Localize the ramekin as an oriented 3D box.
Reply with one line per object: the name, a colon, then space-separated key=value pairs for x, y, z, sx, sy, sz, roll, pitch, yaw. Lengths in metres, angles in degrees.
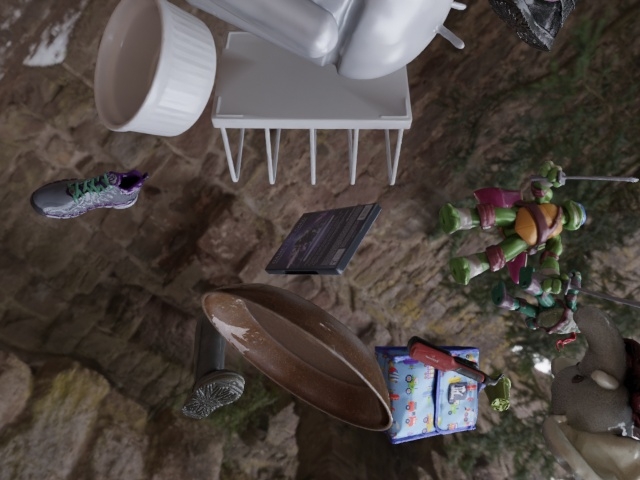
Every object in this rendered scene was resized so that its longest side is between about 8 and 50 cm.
ramekin: x=-0.331 y=-0.344 z=1.101 sx=0.277 sy=0.135 sz=0.278 roll=-6 pitch=-98 yaw=44

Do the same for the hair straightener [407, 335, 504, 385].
hair straightener: x=0.302 y=0.266 z=1.227 sx=0.089 sy=0.230 sz=0.047 roll=-89 pitch=-163 yaw=-77

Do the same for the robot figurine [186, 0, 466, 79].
robot figurine: x=-0.008 y=-0.297 z=0.561 sx=0.200 sy=0.353 sz=0.300 roll=120 pitch=-7 yaw=-54

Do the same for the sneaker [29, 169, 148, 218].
sneaker: x=-0.457 y=-0.108 z=1.093 sx=0.098 sy=0.083 sz=0.223 roll=-38 pitch=167 yaw=38

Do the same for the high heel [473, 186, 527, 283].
high heel: x=0.438 y=-0.016 z=1.341 sx=0.082 sy=0.117 sz=0.244 roll=64 pitch=27 yaw=-76

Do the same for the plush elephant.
plush elephant: x=0.418 y=0.183 z=0.700 sx=0.272 sy=0.255 sz=0.330 roll=-46 pitch=139 yaw=-67

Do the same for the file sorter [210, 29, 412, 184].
file sorter: x=-0.013 y=-0.201 z=0.870 sx=0.173 sy=0.277 sz=0.193 roll=91 pitch=0 yaw=-57

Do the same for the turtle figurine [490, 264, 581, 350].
turtle figurine: x=0.490 y=0.139 z=1.162 sx=0.175 sy=0.234 sz=0.118 roll=-54 pitch=-157 yaw=27

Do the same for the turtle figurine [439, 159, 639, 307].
turtle figurine: x=0.352 y=-0.017 z=0.897 sx=0.266 sy=0.198 sz=0.275 roll=-13 pitch=-146 yaw=-6

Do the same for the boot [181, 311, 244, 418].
boot: x=-0.199 y=0.217 z=1.059 sx=0.189 sy=0.076 sz=0.209 roll=-34 pitch=-148 yaw=35

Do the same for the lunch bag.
lunch bag: x=0.300 y=0.397 z=1.459 sx=0.138 sy=0.293 sz=0.221 roll=-178 pitch=-92 yaw=-75

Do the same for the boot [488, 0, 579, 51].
boot: x=0.633 y=-0.730 z=1.558 sx=0.131 sy=0.347 sz=0.260 roll=41 pitch=-72 yaw=39

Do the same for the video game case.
video game case: x=0.000 y=0.000 z=1.293 sx=0.274 sy=0.026 sz=0.196 roll=-5 pitch=-136 yaw=52

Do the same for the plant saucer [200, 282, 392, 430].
plant saucer: x=-0.017 y=0.097 z=0.488 sx=0.036 sy=0.198 sz=0.198 roll=-55 pitch=-162 yaw=-26

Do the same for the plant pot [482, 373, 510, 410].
plant pot: x=0.509 y=0.441 z=1.568 sx=0.083 sy=0.083 sz=0.079 roll=-43 pitch=-164 yaw=26
